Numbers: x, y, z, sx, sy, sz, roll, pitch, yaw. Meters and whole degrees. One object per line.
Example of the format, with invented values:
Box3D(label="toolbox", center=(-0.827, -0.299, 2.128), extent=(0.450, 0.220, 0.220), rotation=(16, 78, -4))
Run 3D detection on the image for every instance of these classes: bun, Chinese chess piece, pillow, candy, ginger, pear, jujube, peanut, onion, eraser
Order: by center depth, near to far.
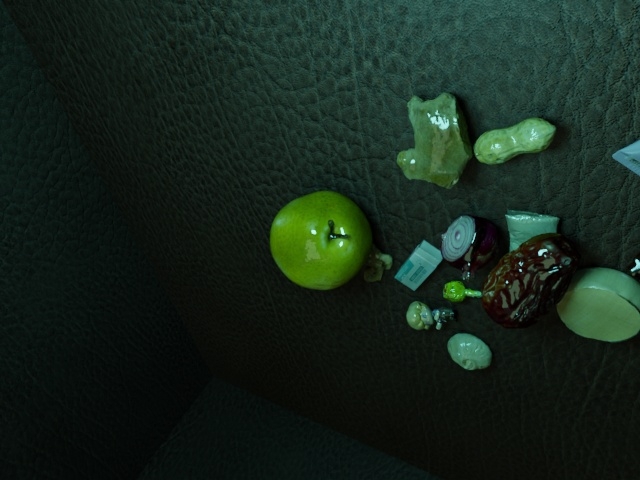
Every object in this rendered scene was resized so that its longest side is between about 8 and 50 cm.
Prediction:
Box3D(label="peanut", center=(0.498, -0.256, 1.288), extent=(0.098, 0.103, 0.229), rotation=(40, 148, -27))
Box3D(label="ginger", center=(0.307, -0.268, 1.373), extent=(0.221, 0.130, 0.275), rotation=(-19, 99, 38))
Box3D(label="jujube", center=(0.610, 0.116, 1.465), extent=(0.216, 0.216, 0.342), rotation=(30, 140, 9))
Box3D(label="Chinese chess piece", center=(0.842, 0.194, 1.499), extent=(0.250, 0.103, 0.249), rotation=(23, 142, 19))
Box3D(label="pillow", center=(0.638, 0.007, 1.507), extent=(0.148, 0.050, 0.229), rotation=(14, 142, 36))
Box3D(label="onion", center=(0.468, 0.038, 1.543), extent=(0.140, 0.218, 0.195), rotation=(21, 143, -25))
Box3D(label="candy", center=(0.565, 0.190, 1.765), extent=(0.262, 0.073, 0.077), rotation=(2, 150, 28))
Box3D(label="pear", center=(0.000, 0.000, 1.770), extent=(0.362, 0.362, 0.418), rotation=(39, 171, -2))
Box3D(label="eraser", center=(0.358, 0.094, 1.826), extent=(0.096, 0.052, 0.225), rotation=(34, 143, 6))
Box3D(label="ginger", center=(0.202, 0.087, 1.943), extent=(0.133, 0.059, 0.214), rotation=(28, 145, -2))
Box3D(label="bun", center=(0.587, 0.459, 1.995), extent=(0.183, 0.102, 0.183), rotation=(25, 144, 20))

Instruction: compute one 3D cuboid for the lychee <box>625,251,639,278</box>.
Box3D(label="lychee", center=(0.898, 0.065, 1.152), extent=(0.330, 0.306, 0.306), rotation=(4, 133, 32))

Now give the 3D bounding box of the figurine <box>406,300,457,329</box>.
Box3D(label="figurine", center=(0.434, 0.299, 1.950), extent=(0.196, 0.108, 0.114), rotation=(0, 153, 30))

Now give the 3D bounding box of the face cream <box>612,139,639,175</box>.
Box3D(label="face cream", center=(0.807, -0.215, 1.109), extent=(0.154, 0.096, 0.274), rotation=(31, 156, 2))
